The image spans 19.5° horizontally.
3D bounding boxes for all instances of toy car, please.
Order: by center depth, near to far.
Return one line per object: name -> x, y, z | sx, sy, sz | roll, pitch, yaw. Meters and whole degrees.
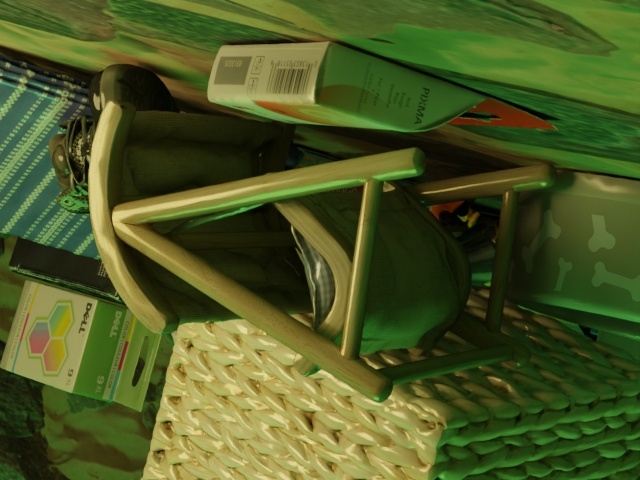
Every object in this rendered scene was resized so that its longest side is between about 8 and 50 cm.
toy car -> 0.111, -0.026, 1.690 | 0.040, 0.060, 0.122 | 46, 175, 10

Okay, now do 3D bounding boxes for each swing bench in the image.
swing bench -> 0.000, 0.000, 1.335 | 0.255, 0.165, 0.253 | 11, -174, 28

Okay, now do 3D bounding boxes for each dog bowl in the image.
dog bowl -> 0.305, 0.035, 1.483 | 0.349, 0.102, 0.349 | 14, 177, 1

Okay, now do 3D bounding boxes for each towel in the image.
towel -> -0.211, -0.065, 1.631 | 0.336, 0.040, 0.243 | 17, 145, -24

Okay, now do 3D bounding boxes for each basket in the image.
basket -> 0.069, 0.194, 1.548 | 0.328, 0.266, 0.331 | -4, -158, -44

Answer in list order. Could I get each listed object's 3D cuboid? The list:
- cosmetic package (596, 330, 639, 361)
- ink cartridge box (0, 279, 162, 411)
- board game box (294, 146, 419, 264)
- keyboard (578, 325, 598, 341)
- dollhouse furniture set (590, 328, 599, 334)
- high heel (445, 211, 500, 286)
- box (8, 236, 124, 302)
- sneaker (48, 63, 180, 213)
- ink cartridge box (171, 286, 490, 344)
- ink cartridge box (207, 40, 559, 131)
cosmetic package -> 0.368, 0.097, 1.788 | 0.184, 0.151, 0.151 | 13, 176, 17
ink cartridge box -> -0.272, 0.117, 2.105 | 0.062, 0.109, 0.209 | 19, 176, -42
board game box -> -0.045, -0.010, 1.814 | 0.144, 0.142, 0.275 | 16, 176, -29
keyboard -> 0.396, 0.100, 2.423 | 0.100, 0.038, 0.192 | 57, 158, -5
dollhouse furniture set -> 0.341, 0.108, 2.252 | 0.129, 0.129, 0.184 | 11, 176, 45
high heel -> 0.110, -0.008, 1.905 | 0.186, 0.093, 0.261 | -11, -159, -16
box -> -0.147, 0.003, 2.096 | 0.296, 0.182, 0.294 | 19, 174, -32
sneaker -> -0.168, -0.071, 1.470 | 0.130, 0.087, 0.227 | -5, 166, 9
ink cartridge box -> 0.018, 0.120, 1.907 | 0.283, 0.117, 0.207 | -20, -162, -22
ink cartridge box -> 0.037, -0.081, 1.180 | 0.179, 0.045, 0.145 | 19, 175, -30
